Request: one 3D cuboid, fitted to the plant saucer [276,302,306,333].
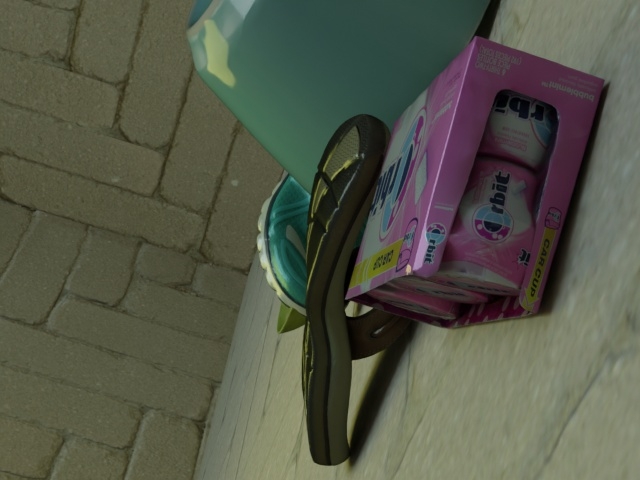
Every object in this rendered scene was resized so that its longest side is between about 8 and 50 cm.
[{"bbox_3d":[0.000,0.000,1.348,0.241,0.037,0.241,-163,90,-84],"label":"plant saucer"}]

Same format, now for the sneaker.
[{"bbox_3d":[0.018,-0.059,1.044,0.110,0.107,0.275,135,154,-59],"label":"sneaker"}]

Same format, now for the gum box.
[{"bbox_3d":[0.068,-0.019,0.557,0.188,0.062,0.107,138,149,-80],"label":"gum box"}]

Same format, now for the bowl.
[{"bbox_3d":[0.003,-0.206,0.913,0.311,0.163,0.311,-54,19,27],"label":"bowl"}]

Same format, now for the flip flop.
[{"bbox_3d":[0.029,0.040,0.766,0.112,0.080,0.277,-90,3,-58],"label":"flip flop"}]
